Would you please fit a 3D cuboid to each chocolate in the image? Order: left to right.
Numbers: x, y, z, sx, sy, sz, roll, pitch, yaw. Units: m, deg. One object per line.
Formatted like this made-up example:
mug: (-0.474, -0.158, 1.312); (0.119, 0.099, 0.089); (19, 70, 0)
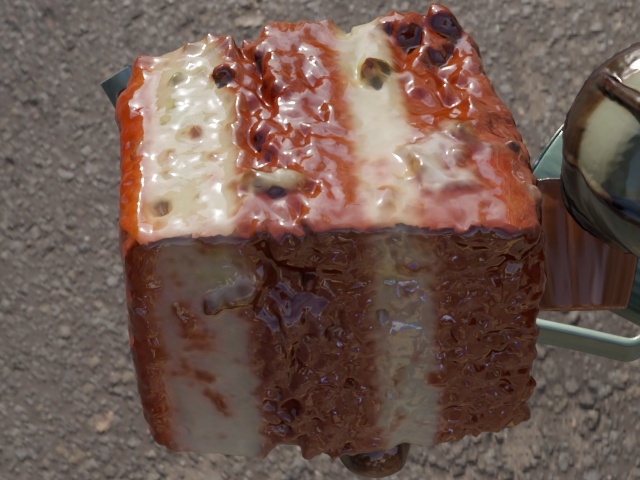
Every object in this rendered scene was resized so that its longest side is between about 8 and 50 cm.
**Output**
chocolate: (0.422, -0.080, 1.191); (0.283, 0.284, 0.186); (-23, 29, -1)

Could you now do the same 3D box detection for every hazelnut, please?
hazelnut: (0.054, 0.200, 1.068); (0.086, 0.086, 0.086); (-6, 60, 10)

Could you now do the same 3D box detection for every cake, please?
cake: (0.000, 0.000, 0.848); (0.319, 0.270, 0.269); (-6, 43, -2)

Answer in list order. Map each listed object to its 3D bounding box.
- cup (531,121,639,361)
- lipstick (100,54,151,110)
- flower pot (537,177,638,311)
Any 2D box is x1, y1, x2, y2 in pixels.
cup: (0.512, 0.019, 1.782); (0.392, 0.310, 0.401); (34, 100, 24)
lipstick: (-0.243, -0.160, 1.656); (0.079, 0.253, 0.077); (-23, 14, 29)
flower pot: (0.342, 0.008, 1.402); (0.190, 0.190, 0.173); (-4, 84, 11)
